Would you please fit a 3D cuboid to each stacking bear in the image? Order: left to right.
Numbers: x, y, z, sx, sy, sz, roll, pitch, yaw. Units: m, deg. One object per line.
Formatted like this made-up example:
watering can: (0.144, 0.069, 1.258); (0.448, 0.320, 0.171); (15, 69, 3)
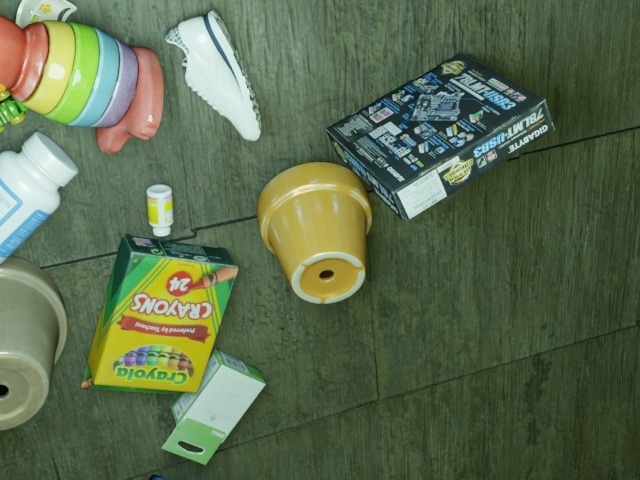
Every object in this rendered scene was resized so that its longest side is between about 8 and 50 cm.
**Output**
stacking bear: (-0.397, -0.249, 1.488); (0.289, 0.175, 0.164); (13, 74, -37)

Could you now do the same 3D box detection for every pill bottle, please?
pill bottle: (-0.491, -0.062, 1.589); (0.221, 0.124, 0.124); (-43, 124, 3)
pill bottle: (-0.276, -0.051, 1.736); (0.043, 0.043, 0.083); (-9, 119, -19)

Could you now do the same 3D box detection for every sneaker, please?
sneaker: (-0.167, -0.261, 1.659); (0.094, 0.090, 0.235); (-22, 120, 4)

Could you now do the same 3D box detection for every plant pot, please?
plant pot: (-0.531, 0.182, 1.639); (0.263, 0.229, 0.263); (-10, 118, -19)
plant pot: (0.000, 0.000, 1.763); (0.205, 0.188, 0.205); (-6, 134, -7)

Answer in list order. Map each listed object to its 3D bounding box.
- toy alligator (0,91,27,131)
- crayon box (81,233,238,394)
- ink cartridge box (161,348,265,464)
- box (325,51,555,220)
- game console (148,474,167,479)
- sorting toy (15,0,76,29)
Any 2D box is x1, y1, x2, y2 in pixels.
toy alligator: (-0.474, -0.209, 1.561); (0.189, 0.051, 0.056); (-30, 124, -7)
crayon box: (-0.292, 0.158, 1.818); (0.202, 0.081, 0.319); (8, 113, -27)
ink cartridge box: (-0.213, 0.322, 1.950); (0.109, 0.062, 0.209); (29, 102, -33)
box: (0.194, -0.188, 1.717); (0.293, 0.295, 0.073); (-30, 124, -7)
game console: (-0.260, 0.616, 2.028); (0.293, 0.250, 0.173); (43, 68, -35)
sorting toy: (-0.412, -0.345, 1.525); (0.075, 0.045, 0.083); (13, 131, -44)
